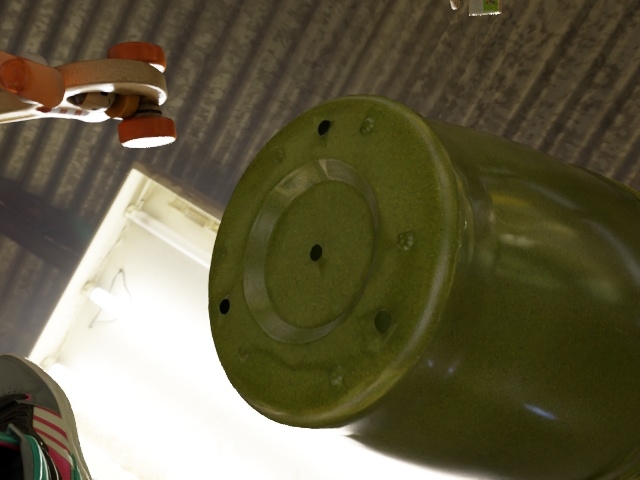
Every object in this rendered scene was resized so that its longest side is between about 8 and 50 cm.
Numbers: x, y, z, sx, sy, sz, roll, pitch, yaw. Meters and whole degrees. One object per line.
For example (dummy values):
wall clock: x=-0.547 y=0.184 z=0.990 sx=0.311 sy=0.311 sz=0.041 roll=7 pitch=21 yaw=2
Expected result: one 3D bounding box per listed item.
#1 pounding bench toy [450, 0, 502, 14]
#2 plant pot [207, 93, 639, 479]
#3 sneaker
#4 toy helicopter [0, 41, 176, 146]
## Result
pounding bench toy: x=0.258 y=-0.413 z=0.912 sx=0.083 sy=0.052 sz=0.065 roll=4 pitch=-119 yaw=21
plant pot: x=0.105 y=0.049 z=0.503 sx=0.366 sy=0.353 sz=0.367 roll=-19 pitch=-118 yaw=40
sneaker: x=-0.369 y=0.230 z=0.630 sx=0.123 sy=0.178 sz=0.295 roll=-36 pitch=-120 yaw=-12
toy helicopter: x=-0.394 y=-0.197 z=0.777 sx=0.355 sy=0.235 sz=0.140 roll=-7 pitch=-87 yaw=9
